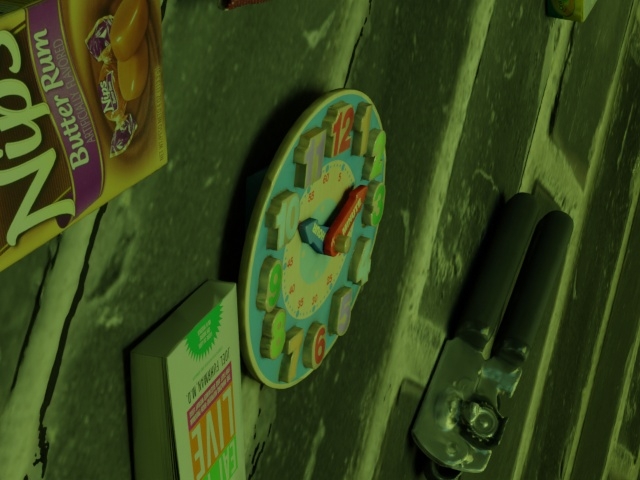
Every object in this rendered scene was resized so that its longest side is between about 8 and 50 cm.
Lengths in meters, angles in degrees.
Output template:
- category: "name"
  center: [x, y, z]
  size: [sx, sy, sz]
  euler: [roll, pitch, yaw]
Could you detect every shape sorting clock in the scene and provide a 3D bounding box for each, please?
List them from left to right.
- category: "shape sorting clock"
  center: [0.000, 0.000, 0.967]
  size: [0.206, 0.040, 0.206]
  euler: [-40, 136, -54]

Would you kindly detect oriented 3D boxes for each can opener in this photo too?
- category: "can opener"
  center: [0.153, 0.091, 1.346]
  size: [0.283, 0.076, 0.095]
  euler: [-65, -174, -28]

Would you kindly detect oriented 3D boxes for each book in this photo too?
- category: "book"
  center: [-0.076, 0.108, 0.865]
  size: [0.096, 0.035, 0.144]
  euler: [-47, 141, -56]

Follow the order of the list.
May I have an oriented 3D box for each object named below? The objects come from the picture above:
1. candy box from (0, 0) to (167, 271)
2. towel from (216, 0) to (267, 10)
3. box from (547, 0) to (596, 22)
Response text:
- category: "candy box"
  center: [-0.135, -0.054, 0.625]
  size: [0.187, 0.053, 0.109]
  euler: [-40, 137, -53]
- category: "towel"
  center: [0.073, -0.270, 0.801]
  size: [0.329, 0.037, 0.237]
  euler: [-50, 171, 25]
- category: "box"
  center: [0.246, -0.310, 1.374]
  size: [0.105, 0.043, 0.179]
  euler: [-55, 150, -42]
